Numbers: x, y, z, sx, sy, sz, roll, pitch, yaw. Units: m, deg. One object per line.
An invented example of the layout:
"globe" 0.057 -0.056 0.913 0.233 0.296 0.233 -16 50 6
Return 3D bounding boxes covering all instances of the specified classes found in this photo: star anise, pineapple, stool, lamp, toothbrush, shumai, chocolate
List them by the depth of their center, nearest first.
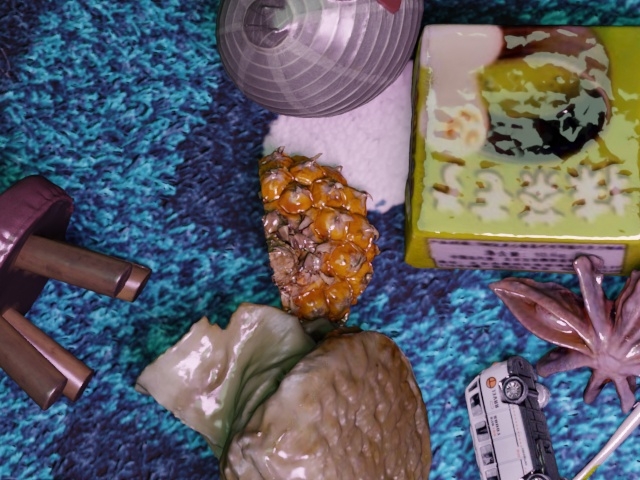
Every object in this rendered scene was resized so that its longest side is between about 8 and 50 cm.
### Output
"star anise" 0.343 0.093 1.429 0.257 0.110 0.198 -21 108 32
"shumai" -0.050 0.234 1.459 0.288 0.330 0.292 -3 42 30
"toothbrush" 0.295 0.270 1.471 0.263 0.022 0.026 -48 61 2
"chocolate" 0.245 -0.112 1.481 0.301 0.137 0.289 2 82 12
"lamp" -0.003 -0.260 1.501 0.265 0.233 0.233 -7 79 28
"pineapple" -0.001 -0.006 1.512 0.140 0.164 0.250 -10 76 3
"stool" -0.339 0.074 1.529 0.178 0.272 0.272 29 88 2

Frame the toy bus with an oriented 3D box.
"toy bus" 0.221 0.232 1.453 0.089 0.087 0.194 -21 69 27
